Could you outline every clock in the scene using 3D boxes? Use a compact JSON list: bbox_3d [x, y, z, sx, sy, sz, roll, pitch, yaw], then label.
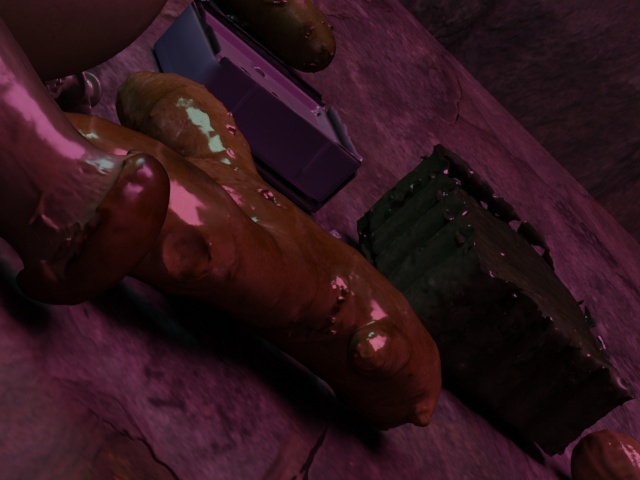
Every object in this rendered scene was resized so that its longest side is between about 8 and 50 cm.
[{"bbox_3d":[-0.059,-0.127,1.859,0.193,0.073,0.144,38,16,-30],"label":"clock"}]

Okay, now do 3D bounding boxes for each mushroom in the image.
[{"bbox_3d":[-0.233,-0.106,1.143,0.350,0.128,0.128,44,13,-4],"label":"mushroom"}]

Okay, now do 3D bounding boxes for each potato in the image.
[{"bbox_3d":[-0.054,-0.264,2.276,0.188,0.085,0.105,44,-9,-23],"label":"potato"}]

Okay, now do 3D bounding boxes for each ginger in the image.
[{"bbox_3d":[-0.047,0.013,1.377,0.348,0.122,0.363,40,6,2],"label":"ginger"}]

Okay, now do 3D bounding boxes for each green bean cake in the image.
[{"bbox_3d":[0.163,0.060,1.861,0.255,0.132,0.241,41,14,-29],"label":"green bean cake"}]

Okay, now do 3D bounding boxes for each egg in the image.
[{"bbox_3d":[-0.208,-0.215,1.346,0.218,0.218,0.295,45,20,-2],"label":"egg"}]

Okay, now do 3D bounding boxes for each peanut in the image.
[{"bbox_3d":[0.309,0.255,1.840,0.187,0.082,0.082,49,13,13],"label":"peanut"}]

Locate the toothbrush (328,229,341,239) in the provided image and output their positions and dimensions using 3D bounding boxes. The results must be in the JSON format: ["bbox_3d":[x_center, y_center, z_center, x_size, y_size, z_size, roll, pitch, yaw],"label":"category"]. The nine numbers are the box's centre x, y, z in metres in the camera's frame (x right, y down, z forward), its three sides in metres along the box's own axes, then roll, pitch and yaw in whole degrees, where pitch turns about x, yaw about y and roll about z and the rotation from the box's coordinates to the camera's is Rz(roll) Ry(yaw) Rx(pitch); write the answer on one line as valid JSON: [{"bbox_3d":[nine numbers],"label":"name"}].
[{"bbox_3d":[0.000,0.000,1.781,0.014,0.017,0.162,53,14,4],"label":"toothbrush"}]

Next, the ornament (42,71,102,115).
[{"bbox_3d":[-0.193,-0.118,1.489,0.092,0.041,0.068,47,29,-55],"label":"ornament"}]
